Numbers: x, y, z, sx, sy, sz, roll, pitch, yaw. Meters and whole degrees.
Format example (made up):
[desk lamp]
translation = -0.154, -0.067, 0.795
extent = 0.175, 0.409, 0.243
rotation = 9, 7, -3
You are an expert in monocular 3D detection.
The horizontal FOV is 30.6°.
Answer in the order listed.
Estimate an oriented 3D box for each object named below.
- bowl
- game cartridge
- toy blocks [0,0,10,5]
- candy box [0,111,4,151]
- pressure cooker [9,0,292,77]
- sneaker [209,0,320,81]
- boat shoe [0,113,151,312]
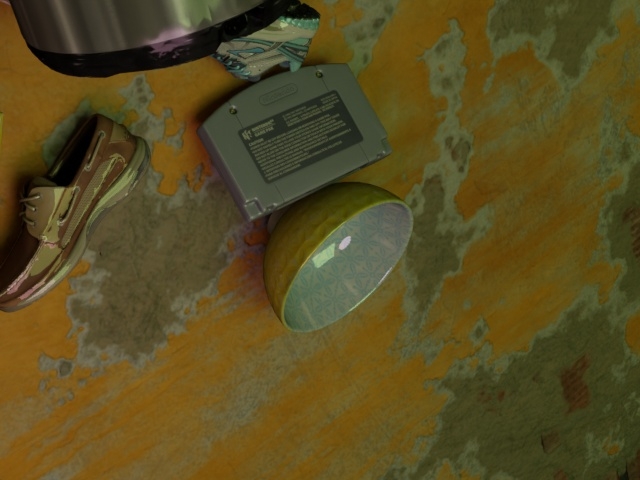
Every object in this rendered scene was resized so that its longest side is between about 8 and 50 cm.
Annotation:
[bowl]
translation = 0.000, 0.000, 1.981
extent = 0.289, 0.156, 0.289
rotation = -34, 152, -22
[game cartridge]
translation = -0.044, -0.171, 1.886
extent = 0.297, 0.062, 0.198
rotation = -26, 81, -29
[toy blocks]
translation = -0.376, -0.379, 1.581
extent = 0.123, 0.054, 0.148
rotation = 20, 95, -44
[candy box]
translation = -0.501, -0.080, 1.627
extent = 0.105, 0.027, 0.206
rotation = -6, 113, -42
[pressure cooker]
translation = -0.233, -0.449, 1.384
extent = 0.375, 0.370, 0.420
rotation = -26, 123, -18
[sneaker]
translation = -0.126, -0.299, 1.798
extent = 0.283, 0.110, 0.122
rotation = -7, 124, -34
[boat shoe]
translation = -0.384, -0.046, 1.690
extent = 0.116, 0.123, 0.324
rotation = 45, 71, -35
